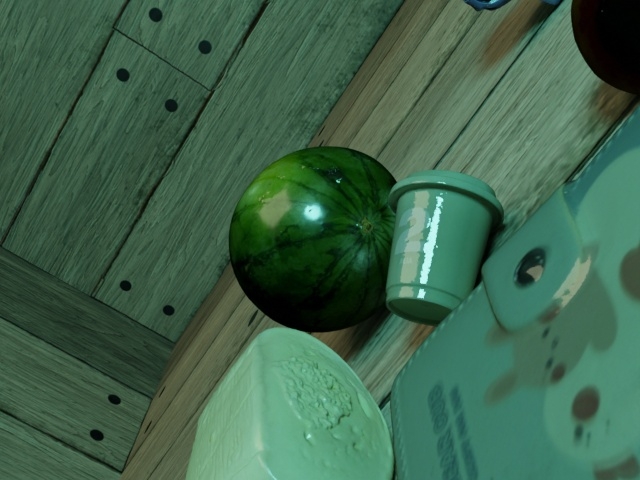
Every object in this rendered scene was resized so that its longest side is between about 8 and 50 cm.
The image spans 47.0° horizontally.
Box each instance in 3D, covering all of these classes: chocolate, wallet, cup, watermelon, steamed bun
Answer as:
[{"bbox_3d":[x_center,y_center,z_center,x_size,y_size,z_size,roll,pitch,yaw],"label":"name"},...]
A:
[{"bbox_3d":[0.279,-0.194,0.633,0.124,0.127,0.133,-24,7,13],"label":"chocolate"},{"bbox_3d":[0.165,0.063,0.453,0.360,0.083,0.252,-53,17,26],"label":"wallet"},{"bbox_3d":[0.117,0.010,0.745,0.120,0.120,0.141,147,141,-66],"label":"cup"},{"bbox_3d":[0.002,-0.001,0.943,0.242,0.242,0.242,-55,11,17],"label":"watermelon"},{"bbox_3d":[-0.034,0.219,0.706,0.200,0.154,0.250,-57,17,23],"label":"steamed bun"}]

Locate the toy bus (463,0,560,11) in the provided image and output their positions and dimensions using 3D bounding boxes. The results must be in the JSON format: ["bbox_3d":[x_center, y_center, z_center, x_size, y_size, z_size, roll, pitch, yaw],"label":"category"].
[{"bbox_3d":[0.314,-0.418,0.968,0.292,0.133,0.125,-48,20,34],"label":"toy bus"}]
